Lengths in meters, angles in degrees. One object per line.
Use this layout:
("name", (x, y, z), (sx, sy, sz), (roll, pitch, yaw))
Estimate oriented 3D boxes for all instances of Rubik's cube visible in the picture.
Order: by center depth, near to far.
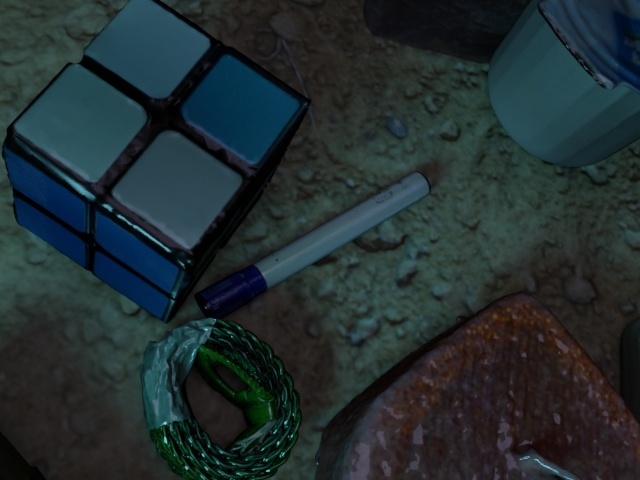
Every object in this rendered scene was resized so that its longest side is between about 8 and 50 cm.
("Rubik's cube", (-0.137, -0.063, 0.668), (0.167, 0.183, 0.180), (35, 63, -3))

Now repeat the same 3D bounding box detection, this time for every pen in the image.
("pen", (0.000, 0.000, 0.767), (0.269, 0.033, 0.033), (-31, 81, -24))

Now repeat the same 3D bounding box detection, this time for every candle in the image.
("candle", (0.167, 0.185, 0.698), (0.316, 0.131, 0.287), (17, 64, -11))

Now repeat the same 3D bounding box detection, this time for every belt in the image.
("belt", (-0.085, 0.133, 0.666), (0.121, 0.079, 0.151), (-32, 81, -24))

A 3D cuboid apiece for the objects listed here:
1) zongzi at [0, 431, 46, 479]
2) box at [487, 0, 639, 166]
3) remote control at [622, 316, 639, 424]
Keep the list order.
("zongzi", (-0.289, 0.248, 0.552), (0.242, 0.112, 0.221), (-43, 87, -17))
("box", (0.293, -0.219, 0.840), (0.262, 0.206, 0.292), (9, 67, -14))
("remote control", (0.343, 0.178, 0.797), (0.078, 0.042, 0.222), (13, 68, -11))
